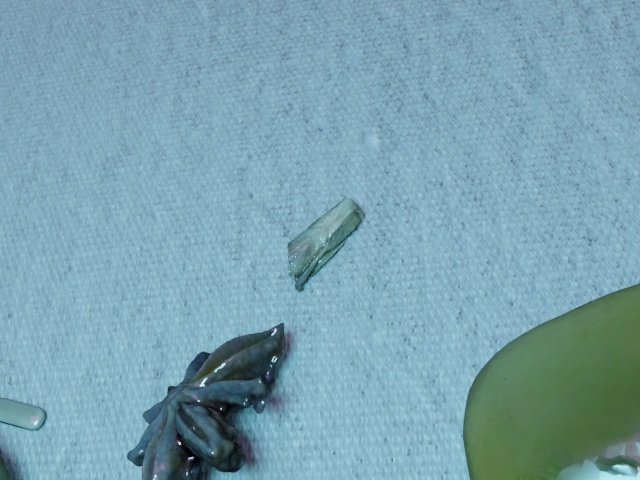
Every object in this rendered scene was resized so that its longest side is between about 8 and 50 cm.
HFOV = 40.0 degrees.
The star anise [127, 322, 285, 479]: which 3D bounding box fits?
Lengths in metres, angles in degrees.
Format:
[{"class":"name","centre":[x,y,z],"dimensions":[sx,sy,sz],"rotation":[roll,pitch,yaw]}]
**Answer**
[{"class":"star anise","centre":[-0.137,0.222,1.051],"dimensions":[0.198,0.110,0.257],"rotation":[-30,25,26]}]

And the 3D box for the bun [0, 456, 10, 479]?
[{"class":"bun","centre":[-0.521,0.353,1.021],"dimensions":[0.326,0.234,0.362],"rotation":[-11,64,2]}]

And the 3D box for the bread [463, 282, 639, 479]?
[{"class":"bread","centre":[0.336,0.207,0.836],"dimensions":[0.376,0.253,0.348],"rotation":[-22,58,11]}]

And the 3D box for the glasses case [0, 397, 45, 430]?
[{"class":"glasses case","centre":[-0.408,0.233,1.181],"dimensions":[0.083,0.021,0.032],"rotation":[9,62,20]}]

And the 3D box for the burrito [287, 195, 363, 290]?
[{"class":"burrito","centre":[0.000,0.000,1.201],"dimensions":[0.055,0.041,0.149],"rotation":[39,75,16]}]
